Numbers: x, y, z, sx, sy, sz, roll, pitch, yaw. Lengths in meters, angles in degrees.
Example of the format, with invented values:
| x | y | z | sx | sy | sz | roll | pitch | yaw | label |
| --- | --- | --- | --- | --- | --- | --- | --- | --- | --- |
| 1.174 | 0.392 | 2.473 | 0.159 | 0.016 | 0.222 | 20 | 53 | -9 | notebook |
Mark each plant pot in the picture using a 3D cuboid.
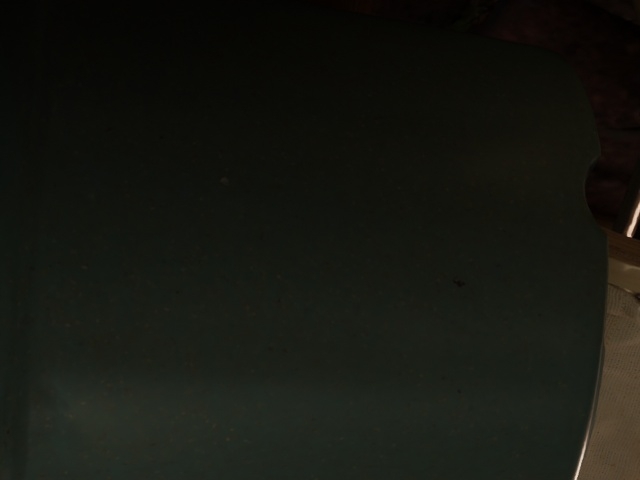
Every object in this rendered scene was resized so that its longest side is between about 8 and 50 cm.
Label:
| x | y | z | sx | sy | sz | roll | pitch | yaw | label |
| --- | --- | --- | --- | --- | --- | --- | --- | --- | --- |
| -0.061 | 0.019 | 0.926 | 0.334 | 0.341 | 0.341 | 4 | 144 | -9 | plant pot |

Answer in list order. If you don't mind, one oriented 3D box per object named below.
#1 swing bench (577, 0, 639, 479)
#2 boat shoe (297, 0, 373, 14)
| x | y | z | sx | sy | sz | roll | pitch | yaw | label |
| --- | --- | --- | --- | --- | --- | --- | --- | --- | --- |
| 0.197 | 0.001 | 1.064 | 0.165 | 0.255 | 0.253 | 10 | 144 | 0 | swing bench |
| -0.071 | -0.202 | 0.998 | 0.123 | 0.123 | 0.342 | 21 | 160 | 32 | boat shoe |
